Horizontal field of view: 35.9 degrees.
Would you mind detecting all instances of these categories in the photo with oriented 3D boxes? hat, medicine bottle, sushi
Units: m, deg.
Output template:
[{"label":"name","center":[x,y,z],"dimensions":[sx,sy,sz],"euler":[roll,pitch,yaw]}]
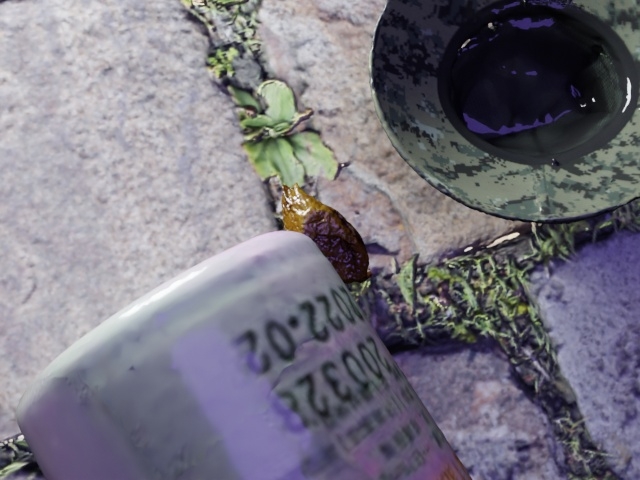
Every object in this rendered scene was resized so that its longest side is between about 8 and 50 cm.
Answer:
[{"label":"hat","center":[0.167,-0.118,0.788],"dimensions":[0.265,0.128,0.265],"euler":[0,75,-1]},{"label":"medicine bottle","center":[0.005,0.205,0.593],"dimensions":[0.219,0.219,0.388],"euler":[-30,80,-21]},{"label":"sushi","center":[0.000,0.000,0.753],"dimensions":[0.050,0.047,0.099],"euler":[-35,105,-10]}]
